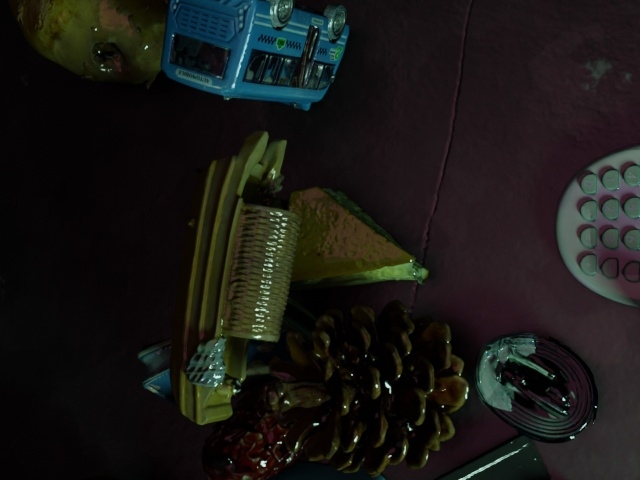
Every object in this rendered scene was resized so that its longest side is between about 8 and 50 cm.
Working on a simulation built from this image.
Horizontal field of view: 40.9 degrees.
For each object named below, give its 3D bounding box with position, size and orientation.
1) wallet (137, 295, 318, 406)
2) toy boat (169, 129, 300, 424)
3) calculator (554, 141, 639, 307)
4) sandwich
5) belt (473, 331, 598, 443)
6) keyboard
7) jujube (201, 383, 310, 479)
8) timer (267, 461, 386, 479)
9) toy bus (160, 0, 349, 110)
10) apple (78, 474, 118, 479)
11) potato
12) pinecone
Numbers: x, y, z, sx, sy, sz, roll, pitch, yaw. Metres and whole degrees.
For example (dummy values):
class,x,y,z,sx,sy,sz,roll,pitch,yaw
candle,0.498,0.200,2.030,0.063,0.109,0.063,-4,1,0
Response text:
class,x,y,z,sx,sy,sz,roll,pitch,yaw
wallet,-0.102,0.137,1.011,0.202,0.141,0.059,-24,51,18
toy boat,-0.085,0.038,0.901,0.115,0.089,0.310,6,83,24
calculator,0.392,-0.017,0.877,0.298,0.041,0.186,-2,84,24
sandwich,0.000,0.000,0.995,0.235,0.122,0.128,-7,86,19
belt,0.230,0.154,0.916,0.140,0.058,0.105,27,92,23
keyboard,0.149,0.274,0.919,0.195,0.018,0.060,-25,81,-8
jujube,-0.073,0.223,0.981,0.104,0.166,0.104,13,111,35
timer,-0.028,0.394,1.005,0.231,0.091,0.250,0,96,21
toy bus,-0.068,-0.225,0.979,0.113,0.246,0.134,21,104,22
apple,-0.289,0.374,1.046,0.147,0.163,0.146,-19,69,4
potato,-0.313,-0.310,1.139,0.300,0.140,0.173,37,94,25
pinecone,0.039,0.160,0.913,0.212,0.168,0.186,-4,89,-17
